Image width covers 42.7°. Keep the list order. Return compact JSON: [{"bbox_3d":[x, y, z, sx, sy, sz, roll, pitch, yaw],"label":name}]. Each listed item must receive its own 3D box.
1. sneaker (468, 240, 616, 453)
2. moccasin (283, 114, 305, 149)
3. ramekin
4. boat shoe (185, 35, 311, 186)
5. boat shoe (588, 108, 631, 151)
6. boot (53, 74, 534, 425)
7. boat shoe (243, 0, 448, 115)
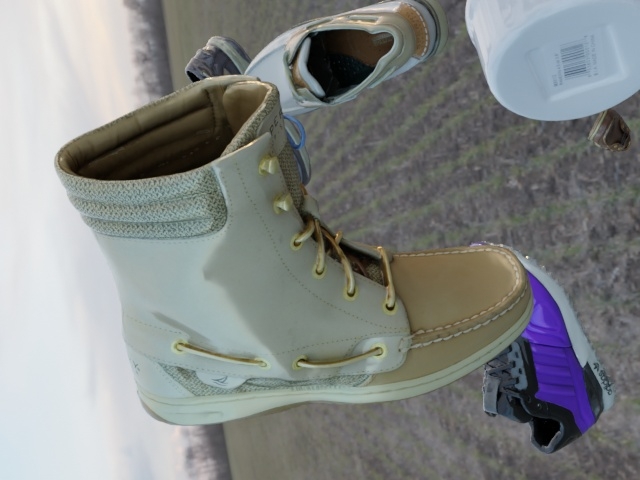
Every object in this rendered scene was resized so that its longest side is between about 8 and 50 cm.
[{"bbox_3d":[0.241,0.141,0.986,0.293,0.146,0.102,54,161,-17],"label":"sneaker"},{"bbox_3d":[-0.082,-0.110,0.929,0.116,0.138,0.342,-63,1,8],"label":"moccasin"},{"bbox_3d":[0.355,-0.297,1.173,0.277,0.277,0.135,94,175,-57],"label":"ramekin"},{"bbox_3d":[-0.154,-0.241,1.683,0.355,0.130,0.132,56,161,-14],"label":"boat shoe"},{"bbox_3d":[0.497,-0.184,1.389,0.064,0.060,0.178,-64,-21,10],"label":"boat shoe"},{"bbox_3d":[0.000,0.000,0.476,0.095,0.262,0.203,-102,3,-51],"label":"boot"},{"bbox_3d":[0.001,-0.217,0.990,0.302,0.103,0.113,-16,102,41],"label":"boat shoe"}]
